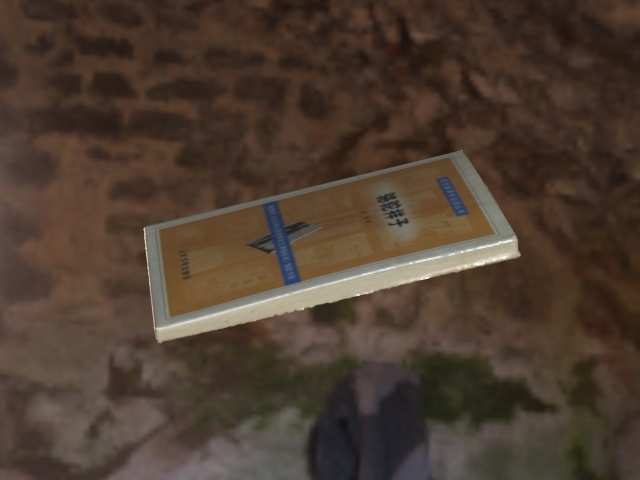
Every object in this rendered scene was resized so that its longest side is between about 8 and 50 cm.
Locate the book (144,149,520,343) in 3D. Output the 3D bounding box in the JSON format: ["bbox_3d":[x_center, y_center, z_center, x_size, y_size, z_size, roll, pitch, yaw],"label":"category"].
[{"bbox_3d":[0.000,-0.001,1.079,0.242,0.018,0.170,-14,25,-3],"label":"book"}]
